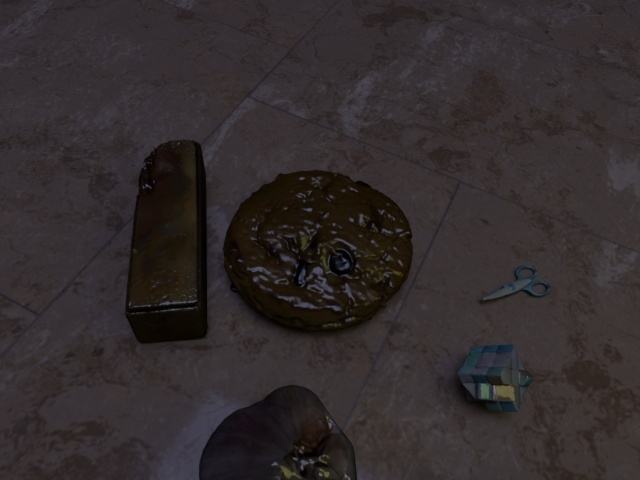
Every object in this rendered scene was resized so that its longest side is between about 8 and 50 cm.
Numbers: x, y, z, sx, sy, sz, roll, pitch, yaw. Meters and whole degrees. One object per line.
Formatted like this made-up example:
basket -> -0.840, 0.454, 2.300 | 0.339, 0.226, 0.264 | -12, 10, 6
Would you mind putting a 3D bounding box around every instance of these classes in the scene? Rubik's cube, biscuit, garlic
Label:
Rubik's cube -> 0.222, 0.183, 0.696 | 0.084, 0.075, 0.073 | -38, 110, -29
biscuit -> 0.000, -0.001, 0.806 | 0.296, 0.075, 0.295 | 3, 53, -4
garlic -> -0.013, 0.276, 0.538 | 0.207, 0.206, 0.257 | -26, 23, -22

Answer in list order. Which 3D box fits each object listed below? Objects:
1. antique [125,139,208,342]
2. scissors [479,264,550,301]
antique -> -0.215, -0.012, 0.786 | 0.094, 0.087, 0.309 | -4, 55, -7
scissors -> 0.290, 0.072, 0.818 | 0.119, 0.014, 0.058 | -17, 56, -22
